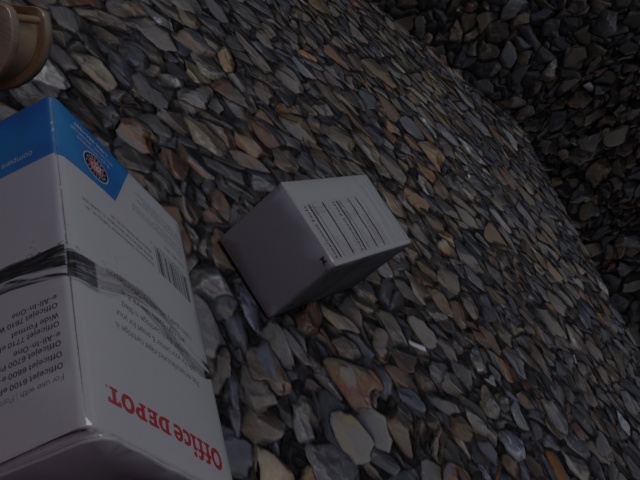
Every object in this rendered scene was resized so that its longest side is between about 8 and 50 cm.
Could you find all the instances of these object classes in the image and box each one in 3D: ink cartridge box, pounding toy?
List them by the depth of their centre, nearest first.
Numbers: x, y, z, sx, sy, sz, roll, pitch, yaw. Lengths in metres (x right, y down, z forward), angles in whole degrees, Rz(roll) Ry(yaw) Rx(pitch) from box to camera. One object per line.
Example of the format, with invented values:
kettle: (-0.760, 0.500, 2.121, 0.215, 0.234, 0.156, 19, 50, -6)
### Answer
ink cartridge box: (-0.198, 0.074, 0.625, 0.223, 0.129, 0.308, 57, 11, -54)
pounding toy: (-0.381, -0.211, 0.734, 0.270, 0.154, 0.155, 55, 16, -5)

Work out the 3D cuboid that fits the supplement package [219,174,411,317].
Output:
supplement package: (0.000, 0.000, 1.070, 0.134, 0.139, 0.244, 57, 28, 12)
